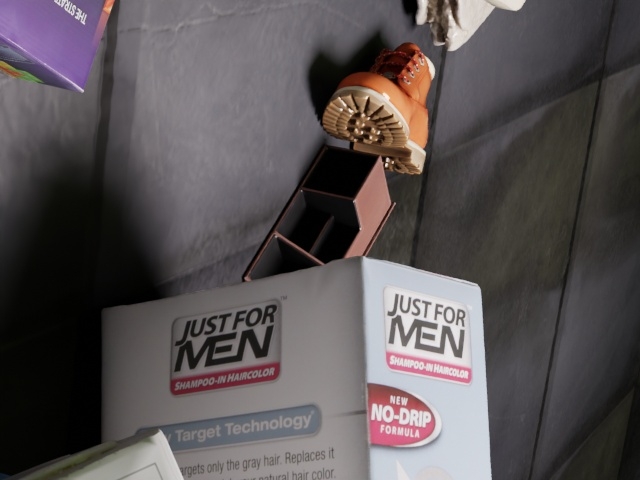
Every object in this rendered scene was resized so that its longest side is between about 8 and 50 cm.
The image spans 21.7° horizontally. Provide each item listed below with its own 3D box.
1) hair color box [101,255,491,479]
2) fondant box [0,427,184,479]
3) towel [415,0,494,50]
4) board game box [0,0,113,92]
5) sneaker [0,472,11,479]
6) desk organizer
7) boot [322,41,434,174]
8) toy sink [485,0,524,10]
[{"bbox_3d":[-0.012,0.210,0.850,0.113,0.185,0.374,14,69,-50],"label":"hair color box"},{"bbox_3d":[-0.075,0.251,0.643,0.096,0.238,0.330,-21,87,-28],"label":"fondant box"},{"bbox_3d":[0.112,-0.295,1.198,0.187,0.049,0.282,-52,147,-47],"label":"towel"},{"bbox_3d":[-0.133,-0.156,0.696,0.170,0.048,0.141,33,71,-67],"label":"board game box"},{"bbox_3d":[-0.182,0.172,0.792,0.135,0.052,0.058,-59,163,-20],"label":"sneaker"},{"bbox_3d":[0.000,0.000,1.110,0.130,0.047,0.050,-60,151,-34],"label":"desk organizer"},{"bbox_3d":[0.044,-0.103,1.147,0.158,0.059,0.084,38,65,-75],"label":"boot"},{"bbox_3d":[0.035,-0.235,0.939,0.234,0.131,0.153,11,94,-63],"label":"toy sink"}]
